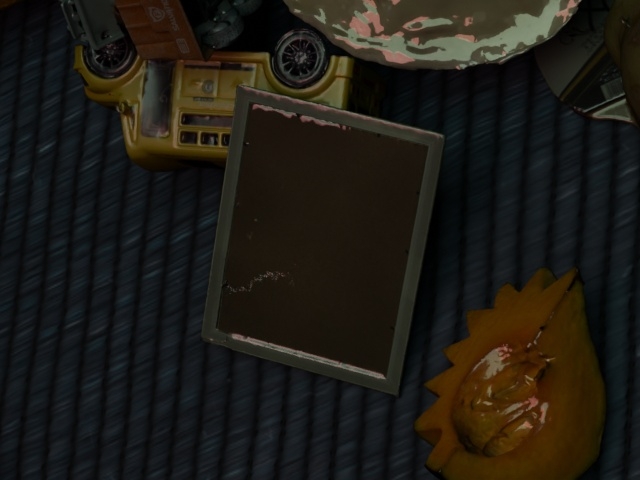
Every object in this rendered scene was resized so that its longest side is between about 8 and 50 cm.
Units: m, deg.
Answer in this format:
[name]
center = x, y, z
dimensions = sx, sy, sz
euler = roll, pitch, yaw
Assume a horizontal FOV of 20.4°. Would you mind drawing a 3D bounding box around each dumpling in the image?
[dumpling]
center = 0.135, -0.326, 1.805
dimensions = 0.395, 0.233, 0.315
euler = -27, 73, 9

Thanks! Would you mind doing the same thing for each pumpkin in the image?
[pumpkin]
center = 0.200, 0.161, 1.793
dimensions = 0.254, 0.149, 0.130
euler = -56, 22, -16

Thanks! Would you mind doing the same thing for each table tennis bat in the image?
[table tennis bat]
center = 0.323, -0.173, 1.851
dimensions = 0.173, 0.022, 0.301
euler = -24, 69, 14

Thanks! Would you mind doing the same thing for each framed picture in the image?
[framed picture]
center = 0.000, 0.000, 1.855
dimensions = 0.231, 0.018, 0.293
euler = 15, 110, 14

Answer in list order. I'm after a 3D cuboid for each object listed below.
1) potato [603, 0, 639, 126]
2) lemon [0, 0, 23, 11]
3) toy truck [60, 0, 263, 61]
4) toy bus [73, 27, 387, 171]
[potato]
center = 0.429, -0.138, 1.702
dimensions = 0.351, 0.218, 0.202
euler = 33, 120, 9
[lemon]
center = -0.403, -0.400, 2.039
dimensions = 0.297, 0.297, 0.297
euler = -5, 76, 20
[toy truck]
center = -0.146, -0.330, 1.921
dimensions = 0.184, 0.133, 0.338
euler = -4, 38, 26
[toy bus]
center = -0.106, -0.147, 1.939
dimensions = 0.331, 0.145, 0.151
euler = 4, 86, 20
